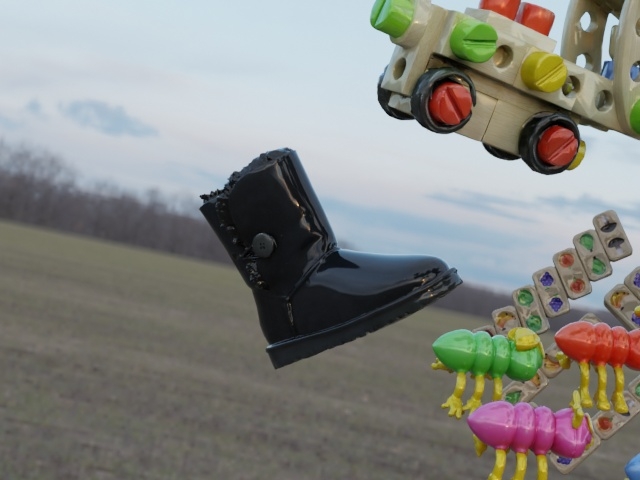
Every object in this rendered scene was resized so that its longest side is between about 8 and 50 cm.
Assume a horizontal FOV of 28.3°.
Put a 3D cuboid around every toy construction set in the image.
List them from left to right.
[{"bbox_3d":[0.150,-0.171,0.958,0.327,0.215,0.151,19,5,-14],"label":"toy construction set"}]

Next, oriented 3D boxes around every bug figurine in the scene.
[{"bbox_3d":[0.200,0.123,0.959,0.216,0.072,0.279,5,23,-9],"label":"bug figurine"}]

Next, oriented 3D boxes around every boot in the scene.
[{"bbox_3d":[0.000,0.000,1.260,0.246,0.207,0.094,-25,-1,38],"label":"boot"}]

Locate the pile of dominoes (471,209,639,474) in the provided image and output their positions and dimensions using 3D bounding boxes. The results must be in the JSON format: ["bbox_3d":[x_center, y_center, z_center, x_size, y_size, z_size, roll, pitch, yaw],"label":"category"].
[{"bbox_3d":[0.297,0.105,1.408,0.196,0.251,0.040,48,1,19],"label":"pile of dominoes"}]
